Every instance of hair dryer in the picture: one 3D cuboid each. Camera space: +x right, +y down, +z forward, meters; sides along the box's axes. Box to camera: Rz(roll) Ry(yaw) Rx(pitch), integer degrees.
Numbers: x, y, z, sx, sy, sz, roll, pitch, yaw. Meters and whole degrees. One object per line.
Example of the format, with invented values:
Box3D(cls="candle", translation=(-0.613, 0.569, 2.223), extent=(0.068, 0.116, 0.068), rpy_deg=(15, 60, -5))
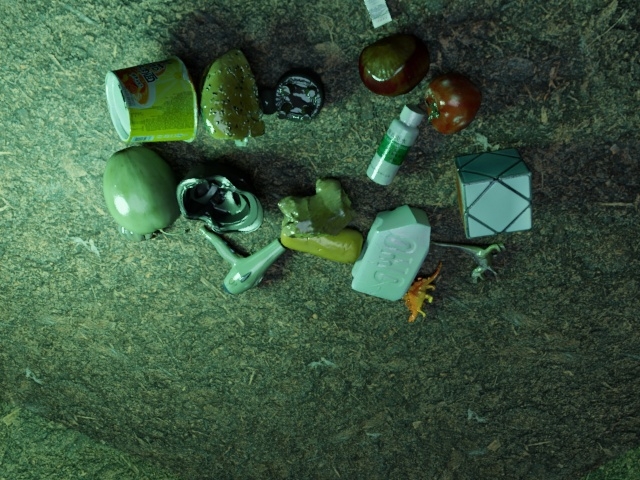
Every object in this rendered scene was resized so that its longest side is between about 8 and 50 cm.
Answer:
Box3D(cls="hair dryer", translation=(-0.275, 0.040, 1.901), extent=(0.296, 0.119, 0.298), rpy_deg=(-19, 106, 11))

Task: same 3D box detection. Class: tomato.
Box3D(cls="tomato", translation=(0.394, -0.400, 1.479), extent=(0.152, 0.187, 0.186), rpy_deg=(-14, 122, -10))

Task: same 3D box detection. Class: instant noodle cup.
Box3D(cls="instant noodle cup", translation=(-0.509, -0.408, 1.498), extent=(0.200, 0.264, 0.264), rpy_deg=(-19, 129, -31))

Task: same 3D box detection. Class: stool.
Box3D(cls="stool", translation=(-0.086, -0.424, 1.540), extent=(0.228, 0.139, 0.153), rpy_deg=(-27, 118, 21))

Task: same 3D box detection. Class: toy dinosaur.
Box3D(cls="toy dinosaur", translation=(0.556, 0.051, 1.807), extent=(0.251, 0.072, 0.200), rpy_deg=(37, 130, -27))
Box3D(cls="toy dinosaur", translation=(0.374, 0.197, 1.926), extent=(0.117, 0.070, 0.288), rpy_deg=(14, 119, -2))

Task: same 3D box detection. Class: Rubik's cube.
Box3D(cls="Rubik's cube", translation=(0.547, -0.152, 1.594), extent=(0.205, 0.205, 0.207), rpy_deg=(-7, 120, 12))

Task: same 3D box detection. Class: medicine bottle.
Box3D(cls="medicine bottle", translation=(0.241, -0.304, 1.602), extent=(0.095, 0.095, 0.259), rpy_deg=(23, 121, -7))

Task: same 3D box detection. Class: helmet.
Box3D(cls="helmet", translation=(-0.330, -0.160, 1.721), extent=(0.306, 0.177, 0.225), rpy_deg=(22, 130, -18))

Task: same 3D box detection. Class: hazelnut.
Box3D(cls="hazelnut", translation=(0.204, -0.506, 1.454), extent=(0.202, 0.161, 0.170), rpy_deg=(17, 118, 42))

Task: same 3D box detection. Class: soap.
Box3D(cls="soap", translation=(0.263, 0.043, 1.806), extent=(0.209, 0.115, 0.346), rpy_deg=(16, 123, -8))

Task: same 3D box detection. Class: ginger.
Box3D(cls="ginger", translation=(-0.012, -0.108, 1.717), extent=(0.276, 0.130, 0.221), rpy_deg=(7, 92, -4))

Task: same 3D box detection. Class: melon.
Box3D(cls="melon", translation=(-0.602, -0.165, 1.708), extent=(0.272, 0.272, 0.307), rpy_deg=(-6, 90, 11))

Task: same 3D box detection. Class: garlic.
Box3D(cls="garlic", translation=(-0.673, -0.083, 1.856), extent=(0.131, 0.127, 0.193), rpy_deg=(5, 103, 9))

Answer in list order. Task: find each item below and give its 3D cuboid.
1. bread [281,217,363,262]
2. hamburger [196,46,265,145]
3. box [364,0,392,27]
Box3D(cls="bread", translation=(0.000, 0.000, 1.834), extent=(0.306, 0.091, 0.141), rpy_deg=(14, 118, -3))
Box3D(cls="hamburger", translation=(-0.279, -0.418, 1.494), extent=(0.193, 0.168, 0.287), rpy_deg=(-20, 109, -27))
Box3D(cls="box", translation=(0.164, -0.656, 1.425), extent=(0.054, 0.024, 0.083), rpy_deg=(-19, 118, 17))
